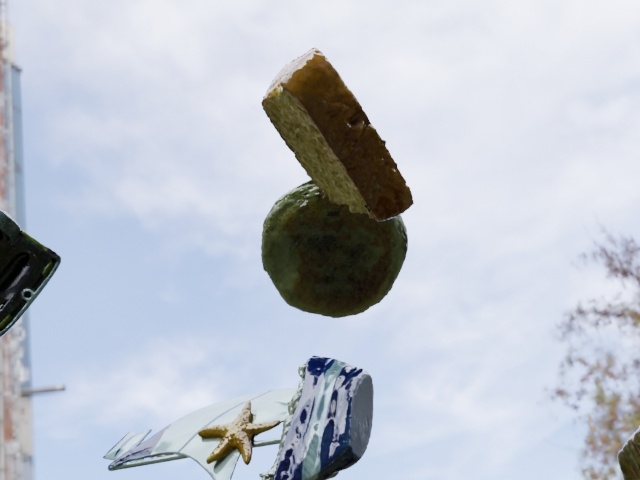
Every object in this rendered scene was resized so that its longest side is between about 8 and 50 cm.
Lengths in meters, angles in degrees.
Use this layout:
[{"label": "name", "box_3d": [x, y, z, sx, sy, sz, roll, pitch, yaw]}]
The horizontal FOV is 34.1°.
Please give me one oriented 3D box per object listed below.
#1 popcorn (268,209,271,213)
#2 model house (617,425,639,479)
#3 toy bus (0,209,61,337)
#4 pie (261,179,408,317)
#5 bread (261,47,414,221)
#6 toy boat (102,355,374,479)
[{"label": "popcorn", "box_3d": [0.000, 0.000, 1.456, 0.148, 0.152, 0.167, 8, -36, 45]}, {"label": "model house", "box_3d": [0.342, 0.231, 0.981, 0.241, 0.226, 0.261, -11, -5, 24]}, {"label": "toy bus", "box_3d": [-0.440, -0.002, 1.213, 0.262, 0.128, 0.150, 38, -18, -6]}, {"label": "pie", "box_3d": [0.017, 0.009, 1.270, 0.186, 0.041, 0.187, -3, -72, -8]}, {"label": "bread", "box_3d": [0.015, -0.098, 1.026, 0.065, 0.103, 0.187, -44, -64, -18]}, {"label": "toy boat", "box_3d": [-0.088, 0.201, 1.060, 0.291, 0.220, 0.067, -16, -67, 20]}]
